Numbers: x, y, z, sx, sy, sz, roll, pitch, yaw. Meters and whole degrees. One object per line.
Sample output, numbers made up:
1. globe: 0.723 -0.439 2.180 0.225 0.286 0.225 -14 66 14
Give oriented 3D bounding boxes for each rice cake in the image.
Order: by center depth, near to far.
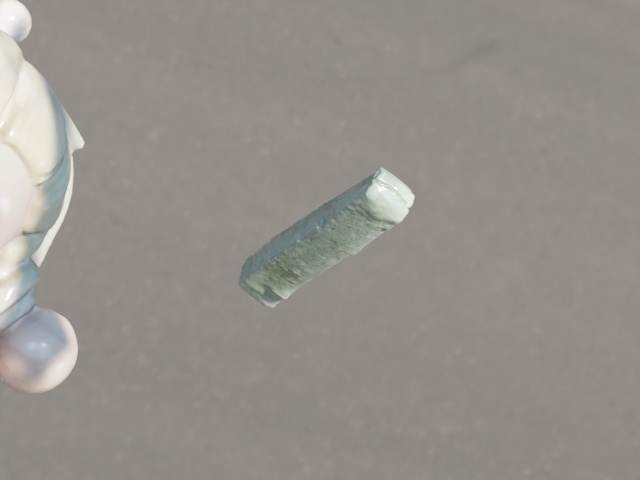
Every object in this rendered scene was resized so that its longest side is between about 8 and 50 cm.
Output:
1. rice cake: 0.001 0.001 1.027 0.033 0.171 0.029 35 55 -16

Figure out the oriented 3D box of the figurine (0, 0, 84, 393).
1. figurine: -0.187 0.009 0.704 0.182 0.256 0.144 38 -9 5
